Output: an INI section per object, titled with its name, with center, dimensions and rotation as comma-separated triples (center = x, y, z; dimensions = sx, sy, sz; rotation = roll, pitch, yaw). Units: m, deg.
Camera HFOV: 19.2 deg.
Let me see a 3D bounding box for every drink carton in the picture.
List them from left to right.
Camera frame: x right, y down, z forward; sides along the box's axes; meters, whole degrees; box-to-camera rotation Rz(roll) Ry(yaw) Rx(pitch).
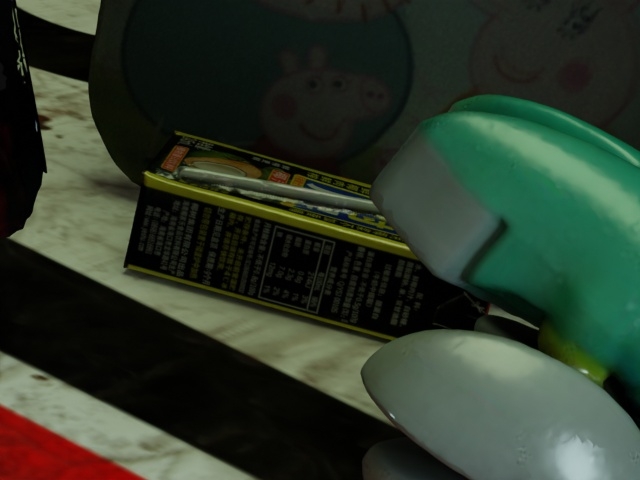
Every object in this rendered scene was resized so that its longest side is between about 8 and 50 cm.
[drink carton]
center = 0.000, 0.000, 0.875
dimensions = 0.166, 0.056, 0.071
rotation = 15, 24, 3

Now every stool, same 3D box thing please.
[stool]
center = 0.071, -0.157, 0.968
dimensions = 0.310, 0.310, 0.226
rotation = 19, 21, 7

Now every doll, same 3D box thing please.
[doll]
center = 0.112, 0.063, 0.696
dimensions = 0.195, 0.153, 0.258
rotation = 15, 28, -54

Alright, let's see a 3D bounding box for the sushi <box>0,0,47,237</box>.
[sushi]
center = -0.190, -0.050, 0.756
dimensions = 0.150, 0.153, 0.172
rotation = -11, 5, -7
